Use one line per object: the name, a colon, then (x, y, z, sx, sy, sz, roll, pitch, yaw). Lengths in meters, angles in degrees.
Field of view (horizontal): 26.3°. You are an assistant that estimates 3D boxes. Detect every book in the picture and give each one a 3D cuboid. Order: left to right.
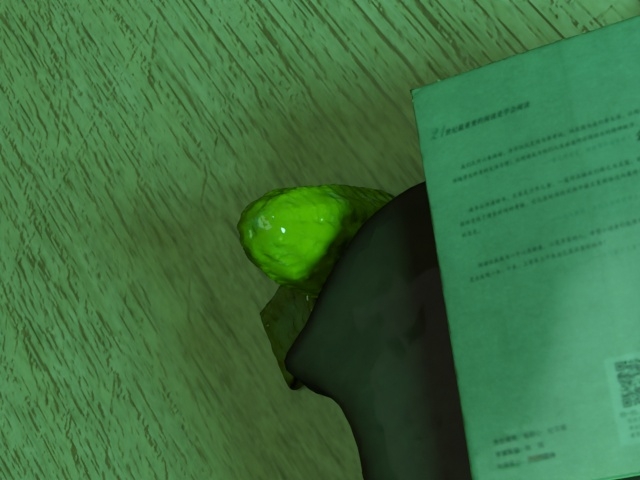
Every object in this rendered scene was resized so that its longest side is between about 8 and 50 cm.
book: (0.169, 0.006, 0.844, 0.214, 0.025, 0.283, -15, 70, 27)

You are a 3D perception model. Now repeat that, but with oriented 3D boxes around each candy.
candy: (0.000, 0.000, 1.068, 0.106, 0.199, 0.094, 2, 88, 28)

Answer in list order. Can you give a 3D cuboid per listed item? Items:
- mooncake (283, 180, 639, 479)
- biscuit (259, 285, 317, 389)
mooncake: (0.136, 0.127, 0.952, 0.326, 0.174, 0.334, 33, 99, 33)
biscuit: (-0.020, 0.074, 1.163, 0.083, 0.018, 0.081, -54, 52, 46)
